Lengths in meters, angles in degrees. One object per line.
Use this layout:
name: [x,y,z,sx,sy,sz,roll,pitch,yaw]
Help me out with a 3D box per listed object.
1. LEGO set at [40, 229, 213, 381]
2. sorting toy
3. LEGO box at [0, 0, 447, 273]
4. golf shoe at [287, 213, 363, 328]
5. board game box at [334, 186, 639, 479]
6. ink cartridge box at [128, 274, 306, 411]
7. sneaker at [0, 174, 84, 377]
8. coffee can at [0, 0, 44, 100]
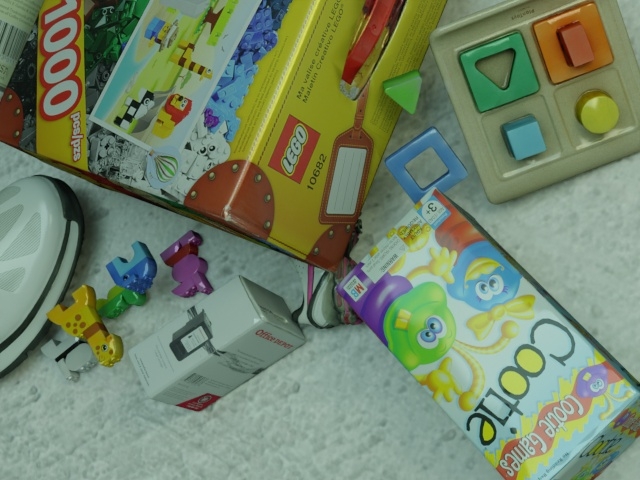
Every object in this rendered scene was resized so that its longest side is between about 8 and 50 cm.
LEGO set: [-0.219,0.087,1.467,0.227,0.087,0.093,-38,66,12]
sorting toy: [0.221,-0.144,1.284,0.348,0.047,0.196,-21,110,6]
LEGO box: [-0.076,-0.265,1.390,0.373,0.193,0.500,18,84,38]
golf shoe: [0.000,0.000,1.406,0.086,0.067,0.186,-7,75,22]
board game box: [0.169,0.104,1.269,0.142,0.144,0.275,-46,64,8]
ink cartridge box: [-0.107,0.110,1.401,0.150,0.109,0.063,-34,64,12]
sneaker: [-0.474,0.080,1.471,0.447,0.257,0.169,-47,56,7]
coffee can: [-0.400,-0.305,1.570,0.202,0.201,0.275,16,84,25]
